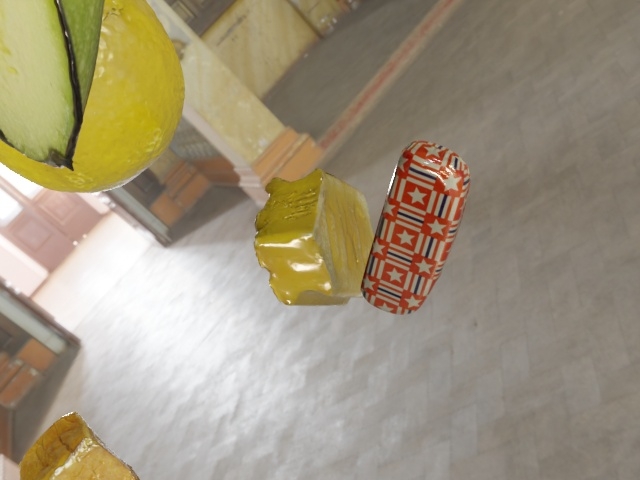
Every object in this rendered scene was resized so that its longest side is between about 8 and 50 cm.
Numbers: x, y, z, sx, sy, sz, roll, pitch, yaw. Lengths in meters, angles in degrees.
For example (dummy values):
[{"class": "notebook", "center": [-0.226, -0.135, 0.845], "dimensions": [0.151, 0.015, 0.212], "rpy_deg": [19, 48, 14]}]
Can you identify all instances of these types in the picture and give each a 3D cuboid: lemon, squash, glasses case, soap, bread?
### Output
[{"class": "lemon", "center": [-0.305, -0.195, 0.847], "dimensions": [0.293, 0.293, 0.293], "rpy_deg": [-38, 22, 19]}, {"class": "squash", "center": [-0.201, -0.151, 0.480], "dimensions": [0.191, 0.184, 0.085], "rpy_deg": [26, 47, 27]}, {"class": "glasses case", "center": [0.091, -0.007, 0.646], "dimensions": [0.049, 0.073, 0.195], "rpy_deg": [-54, -17, -46]}, {"class": "soap", "center": [0.000, 0.000, 0.854], "dimensions": [0.080, 0.161, 0.257], "rpy_deg": [-13, -9, 18]}, {"class": "bread", "center": [-0.426, 0.409, 1.197], "dimensions": [0.143, 0.158, 0.149], "rpy_deg": [-41, 34, -17]}]
